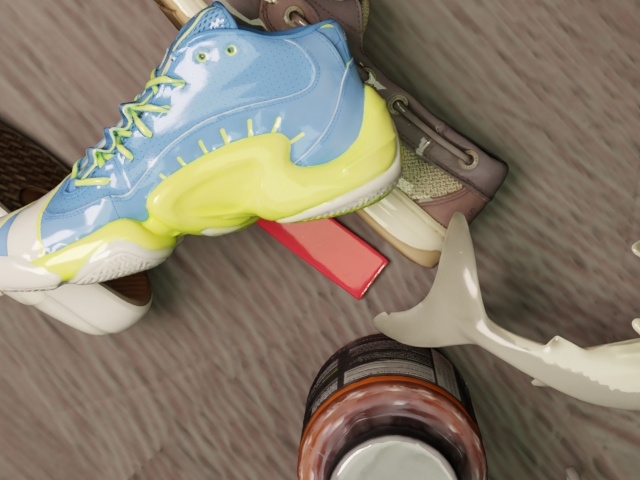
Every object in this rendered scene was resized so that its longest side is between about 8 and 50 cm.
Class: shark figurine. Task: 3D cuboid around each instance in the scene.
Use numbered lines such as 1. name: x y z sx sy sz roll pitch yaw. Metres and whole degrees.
1. shark figurine: 0.183 0.071 0.914 0.278 0.116 0.166 -7 59 -14

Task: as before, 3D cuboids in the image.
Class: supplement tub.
1. supplement tub: 0.040 0.120 0.895 0.106 0.198 0.106 0 98 2

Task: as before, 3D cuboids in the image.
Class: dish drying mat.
1. dish drying mat: 0.000 0.000 0.977 0.083 0.008 0.032 36 97 -4

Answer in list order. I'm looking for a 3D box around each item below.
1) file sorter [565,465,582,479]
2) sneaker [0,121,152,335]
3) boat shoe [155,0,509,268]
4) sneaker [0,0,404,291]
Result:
1. file sorter: 0.172 0.225 0.911 0.277 0.193 0.173 -17 94 4
2. sneaker: -0.236 -0.017 0.945 0.290 0.106 0.123 36 110 3
3. boat shoe: -0.007 -0.109 0.920 0.092 0.103 0.285 -44 98 1
4. sneaker: -0.081 -0.055 0.842 0.240 0.091 0.126 -16 99 -8
